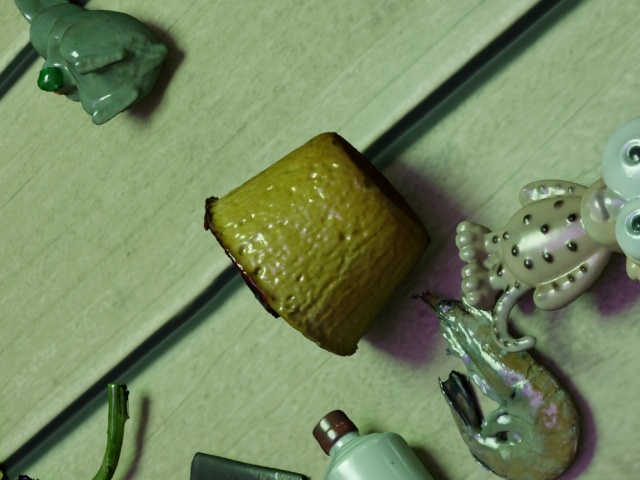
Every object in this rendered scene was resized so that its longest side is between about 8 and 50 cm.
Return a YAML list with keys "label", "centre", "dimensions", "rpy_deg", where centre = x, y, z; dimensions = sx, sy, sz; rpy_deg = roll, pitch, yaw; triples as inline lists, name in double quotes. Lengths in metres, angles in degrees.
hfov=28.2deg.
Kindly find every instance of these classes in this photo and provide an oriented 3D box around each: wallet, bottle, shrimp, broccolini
- label: "wallet"
  centre: [-0.081, 0.282, 1.394]
  dimensions: [0.156, 0.018, 0.082]
  rpy_deg: [6, 91, 34]
- label: "bottle"
  centre: [0.074, 0.267, 1.233]
  dimensions: [0.104, 0.104, 0.245]
  rpy_deg: [-49, 62, 23]
- label: "shrimp"
  centre: [0.156, 0.140, 1.223]
  dimensions: [0.223, 0.047, 0.126]
  rpy_deg: [49, 124, 25]
- label: "broccolini"
  centre: [-0.294, 0.266, 1.519]
  dimensions: [0.123, 0.062, 0.272]
  rpy_deg: [32, 111, 17]

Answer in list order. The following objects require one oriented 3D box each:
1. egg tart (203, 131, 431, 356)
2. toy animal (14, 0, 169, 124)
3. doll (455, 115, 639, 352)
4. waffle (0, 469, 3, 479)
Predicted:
- label: "egg tart"
  centre: [0.000, 0.000, 1.255]
  dimensions: [0.171, 0.215, 0.215]
  rpy_deg: [-43, 64, 8]
- label: "toy animal"
  centre: [-0.289, -0.239, 1.531]
  dimensions: [0.251, 0.127, 0.125]
  rpy_deg: [43, 124, 44]
- label: "doll"
  centre: [0.243, -0.008, 1.125]
  dimensions: [0.278, 0.119, 0.154]
  rpy_deg: [-30, 59, 32]
- label: "waffle"
  centre: [-0.561, 0.345, 1.687]
  dimensions: [0.382, 0.095, 0.380]
  rpy_deg: [-25, 74, 29]
